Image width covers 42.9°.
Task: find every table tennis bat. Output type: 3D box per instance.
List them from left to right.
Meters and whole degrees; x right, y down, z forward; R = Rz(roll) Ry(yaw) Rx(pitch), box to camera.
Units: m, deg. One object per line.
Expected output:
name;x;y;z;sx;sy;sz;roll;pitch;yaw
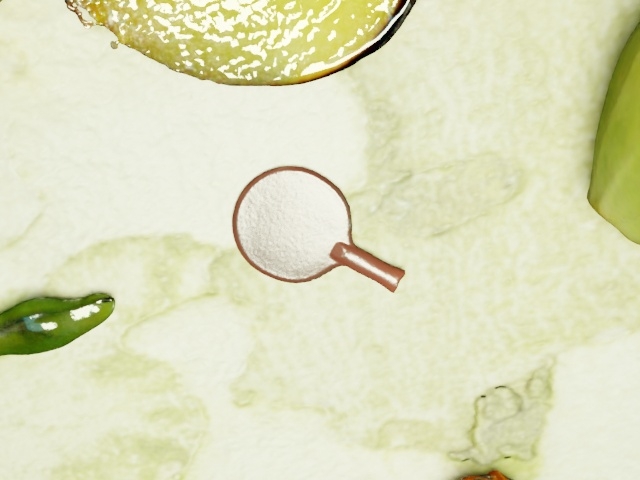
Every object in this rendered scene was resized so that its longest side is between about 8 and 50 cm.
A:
table tennis bat;0.000;0.000;0.682;0.155;0.019;0.098;28;101;-6

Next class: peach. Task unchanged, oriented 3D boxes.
peach;-0.047;-0.209;0.603;0.279;0.068;0.189;-10;112;-1

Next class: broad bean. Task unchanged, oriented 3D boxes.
broad bean;-0.270;0.074;0.678;0.195;0.046;0.061;1;107;-1

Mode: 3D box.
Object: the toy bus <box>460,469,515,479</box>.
toy bus;0.056;0.337;0.705;0.153;0.143;0.329;31;103;-6

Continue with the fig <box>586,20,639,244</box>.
fig;0.310;-0.087;0.583;0.207;0.207;0.230;11;133;-5
